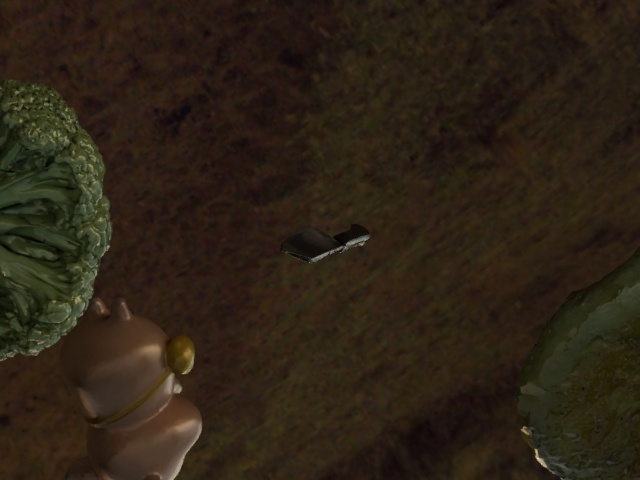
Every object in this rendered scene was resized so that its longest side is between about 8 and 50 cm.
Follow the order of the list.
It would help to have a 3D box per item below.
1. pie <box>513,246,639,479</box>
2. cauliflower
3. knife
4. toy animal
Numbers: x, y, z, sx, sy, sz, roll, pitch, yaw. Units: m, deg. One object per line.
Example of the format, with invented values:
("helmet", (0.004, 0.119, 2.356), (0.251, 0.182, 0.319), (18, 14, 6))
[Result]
("pie", (0.289, 0.107, 0.744), (0.277, 0.078, 0.277), (0, 122, 0))
("cauliflower", (-0.346, -0.013, 0.906), (0.272, 0.275, 0.250), (-4, 172, 40))
("knife", (0.000, 0.000, 1.183), (0.028, 0.060, 0.230), (-61, 165, 18))
("toy animal", (-0.226, 0.184, 1.133), (0.149, 0.248, 0.165), (-17, -167, -41))
